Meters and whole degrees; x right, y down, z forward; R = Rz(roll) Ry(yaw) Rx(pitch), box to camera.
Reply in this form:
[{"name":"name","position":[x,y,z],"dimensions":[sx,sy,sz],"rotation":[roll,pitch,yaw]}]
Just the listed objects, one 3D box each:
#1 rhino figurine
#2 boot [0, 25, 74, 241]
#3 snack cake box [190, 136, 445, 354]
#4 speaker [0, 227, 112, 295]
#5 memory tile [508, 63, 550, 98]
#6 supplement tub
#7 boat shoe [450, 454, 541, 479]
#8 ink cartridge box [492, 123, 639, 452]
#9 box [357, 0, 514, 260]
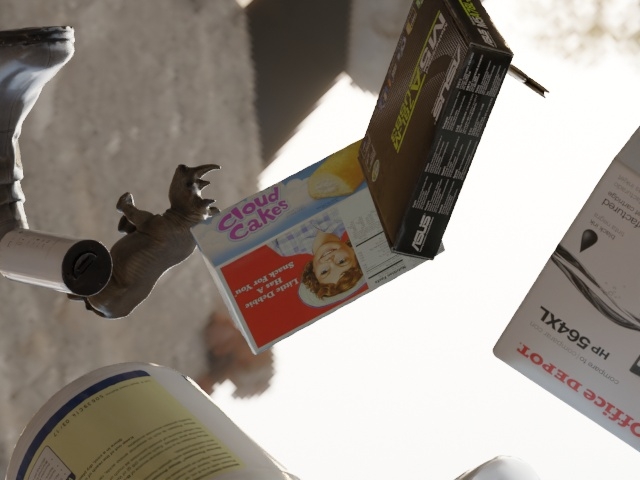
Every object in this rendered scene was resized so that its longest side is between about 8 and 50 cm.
[{"name":"rhino figurine","position":[-0.206,-0.004,1.980],"dimensions":[0.243,0.106,0.073],"rotation":[-46,158,-11]},{"name":"boot","position":[-0.344,-0.094,1.787],"dimensions":[0.118,0.222,0.338],"rotation":[-7,171,-32]},{"name":"snack cake box","position":[0.000,0.000,1.921],"dimensions":[0.264,0.152,0.089],"rotation":[-28,-137,-7]},{"name":"speaker","position":[-0.253,0.019,1.550],"dimensions":[0.136,0.055,0.055],"rotation":[7,-131,52]},{"name":"memory tile","position":[0.212,-0.220,1.991],"dimensions":[0.012,0.113,0.148],"rotation":[-55,-151,7]},{"name":"supplement tub","position":[-0.130,0.281,1.545],"dimensions":[0.235,0.235,0.325],"rotation":[-45,-138,-9]},{"name":"boat shoe","position":[0.118,0.253,1.456],"dimensions":[0.084,0.095,0.258],"rotation":[-25,166,33]},{"name":"ink cartridge box","position":[0.239,0.038,1.190],"dimensions":[0.086,0.148,0.203],"rotation":[-44,164,-52]},{"name":"box","position":[0.090,-0.108,1.359],"dimensions":[0.184,0.045,0.190],"rotation":[-101,-152,-61]}]
